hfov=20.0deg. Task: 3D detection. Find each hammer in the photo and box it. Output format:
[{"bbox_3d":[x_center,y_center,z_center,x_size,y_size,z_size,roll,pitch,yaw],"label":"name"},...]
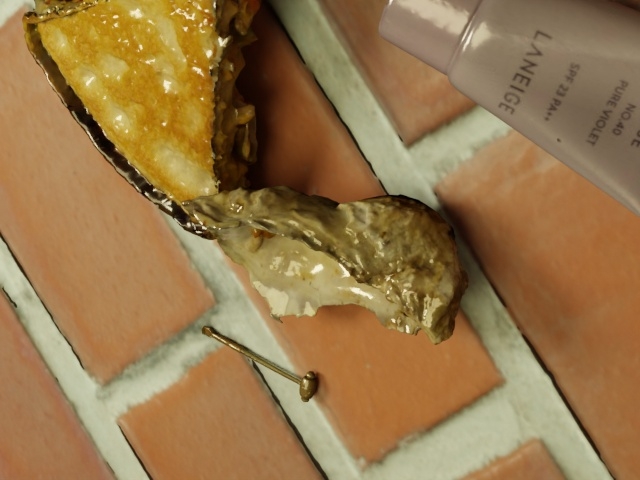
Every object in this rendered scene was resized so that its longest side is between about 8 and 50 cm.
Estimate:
[{"bbox_3d":[-0.054,0.103,1.575,0.123,0.014,0.029,26,112,26],"label":"hammer"}]

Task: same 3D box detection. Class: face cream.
[{"bbox_3d":[0.178,-0.119,1.292,0.274,0.096,0.154,30,120,7],"label":"face cream"}]

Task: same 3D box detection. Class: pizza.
[{"bbox_3d":[-0.145,-0.159,1.482,0.251,0.074,0.287,31,136,24],"label":"pizza"}]

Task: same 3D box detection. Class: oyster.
[{"bbox_3d":[0.012,0.007,1.432,0.233,0.161,0.107,16,76,26],"label":"oyster"}]
